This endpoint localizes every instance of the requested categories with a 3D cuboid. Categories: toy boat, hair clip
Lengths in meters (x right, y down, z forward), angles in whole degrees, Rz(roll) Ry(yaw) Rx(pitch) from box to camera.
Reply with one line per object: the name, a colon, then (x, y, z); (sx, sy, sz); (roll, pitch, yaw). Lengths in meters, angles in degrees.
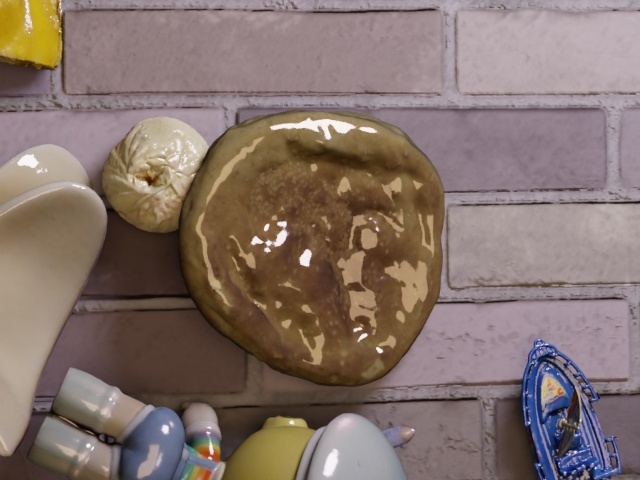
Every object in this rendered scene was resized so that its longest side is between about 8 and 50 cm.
toy boat: (0.250, 0.181, 1.726); (0.091, 0.110, 0.175); (-19, 92, -9)
hair clip: (-0.299, 0.036, 1.624); (0.172, 0.113, 0.282); (37, 79, -30)

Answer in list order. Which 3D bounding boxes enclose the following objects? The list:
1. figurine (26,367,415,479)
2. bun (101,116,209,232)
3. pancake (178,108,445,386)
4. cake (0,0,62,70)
figurine: (-0.092, 0.255, 1.628); (0.382, 0.205, 0.224); (11, 77, -8)
bun: (-0.156, -0.065, 1.680); (0.115, 0.069, 0.115); (0, 91, -11)
pancake: (0.000, 0.000, 1.690); (0.294, 0.049, 0.294); (-1, 91, -22)
cake: (-0.334, -0.228, 1.648); (0.185, 0.080, 0.116); (14, 91, -4)
